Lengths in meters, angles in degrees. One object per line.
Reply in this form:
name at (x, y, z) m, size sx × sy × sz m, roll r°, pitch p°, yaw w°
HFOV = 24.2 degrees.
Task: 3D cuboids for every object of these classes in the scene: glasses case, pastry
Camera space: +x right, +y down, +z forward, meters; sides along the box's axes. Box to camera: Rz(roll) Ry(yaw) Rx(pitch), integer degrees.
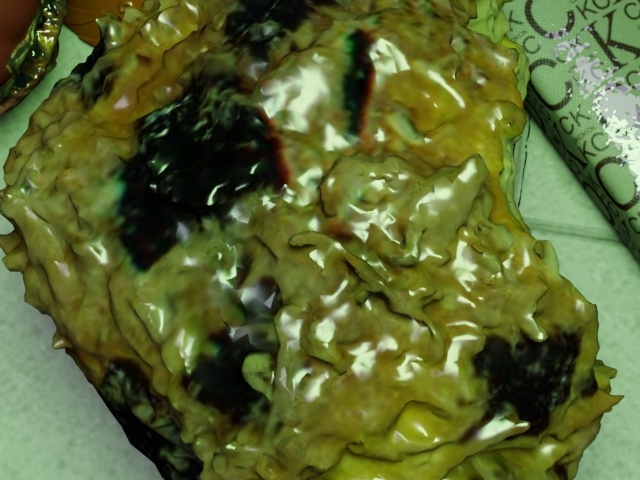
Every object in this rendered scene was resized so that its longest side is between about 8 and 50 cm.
glasses case at (0.236, -0.082, 1.028) m, size 0.137 × 0.085 × 0.355 m, roll -33°, pitch 78°, yaw -5°
pastry at (-0.016, -0.005, 0.907) m, size 0.337 × 0.292 × 0.405 m, roll -13°, pitch 62°, yaw 5°

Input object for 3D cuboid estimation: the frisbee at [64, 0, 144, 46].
frisbee at (-0.143, -0.220, 1.043) m, size 0.192 × 0.035 × 0.192 m, roll 10°, pitch 113°, yaw 25°

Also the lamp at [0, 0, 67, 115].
lamp at (-0.270, -0.172, 1.009) m, size 0.226 × 0.227 × 0.227 m, roll 0°, pitch 77°, yaw 2°
